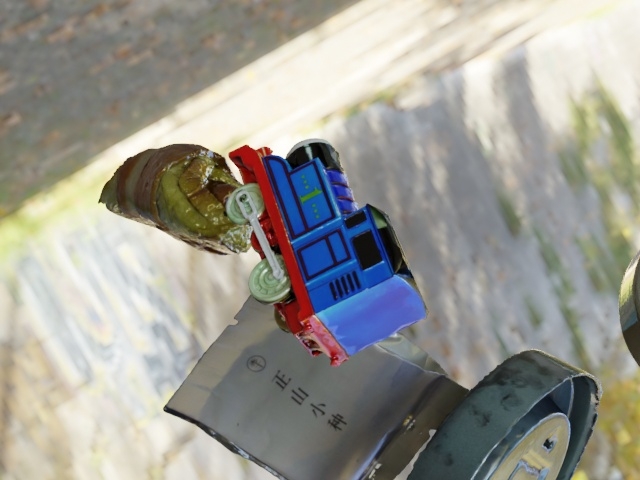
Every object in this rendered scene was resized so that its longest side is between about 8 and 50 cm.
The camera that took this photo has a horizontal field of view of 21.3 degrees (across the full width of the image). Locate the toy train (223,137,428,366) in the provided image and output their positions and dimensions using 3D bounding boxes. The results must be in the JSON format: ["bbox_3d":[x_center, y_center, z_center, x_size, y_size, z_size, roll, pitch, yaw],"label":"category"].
[{"bbox_3d":[0.000,0.000,1.425,0.131,0.204,0.083,-27,141,9],"label":"toy train"}]

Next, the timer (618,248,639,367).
[{"bbox_3d":[0.333,0.022,1.361,0.175,0.175,0.266,-29,161,-3],"label":"timer"}]

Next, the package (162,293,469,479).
[{"bbox_3d":[-0.006,0.161,1.748,0.204,0.251,0.062,-53,-165,22],"label":"package"}]

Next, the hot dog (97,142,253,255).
[{"bbox_3d":[-0.129,-0.046,1.658,0.261,0.123,0.093,19,-101,53],"label":"hot dog"}]

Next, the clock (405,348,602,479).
[{"bbox_3d":[0.165,0.249,1.684,0.312,0.061,0.313,-41,150,-31],"label":"clock"}]
